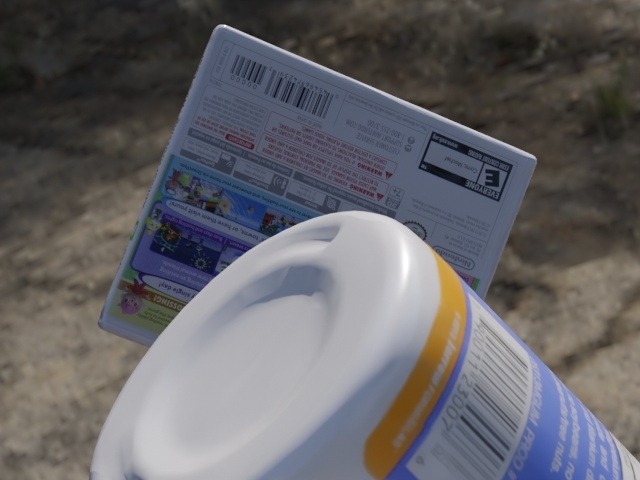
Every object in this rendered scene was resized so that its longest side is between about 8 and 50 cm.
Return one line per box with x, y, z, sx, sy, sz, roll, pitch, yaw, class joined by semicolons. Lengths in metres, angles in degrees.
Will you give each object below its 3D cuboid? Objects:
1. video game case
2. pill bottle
0.000;0.000;1.108;0.023;0.212;0.193;180;112;-79;video game case
0.058;0.129;0.688;0.152;0.272;0.152;-34;27;20;pill bottle
